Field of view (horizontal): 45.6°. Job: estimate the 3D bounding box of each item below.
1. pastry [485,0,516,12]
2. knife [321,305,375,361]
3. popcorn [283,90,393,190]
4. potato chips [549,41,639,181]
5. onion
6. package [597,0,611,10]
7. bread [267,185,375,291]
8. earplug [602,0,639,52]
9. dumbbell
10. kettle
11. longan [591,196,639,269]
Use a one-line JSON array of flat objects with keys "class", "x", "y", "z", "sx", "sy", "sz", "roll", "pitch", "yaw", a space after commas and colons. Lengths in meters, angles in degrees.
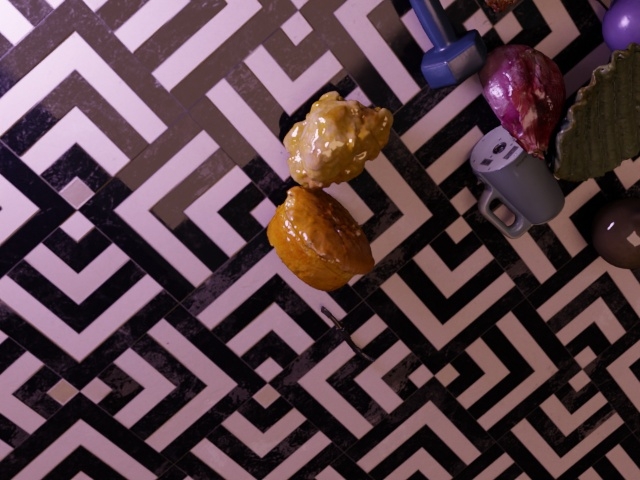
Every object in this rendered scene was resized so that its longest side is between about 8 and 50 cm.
[{"class": "pastry", "x": 0.458, "y": -0.588, "z": 1.741, "sx": 0.169, "sy": 0.063, "sz": 0.087, "roll": -35, "pitch": 118, "yaw": -1}, {"class": "knife", "x": 0.065, "y": 0.244, "z": 1.986, "sx": 0.222, "sy": 0.045, "sz": 0.021, "roll": 49, "pitch": 56, "yaw": -22}, {"class": "popcorn", "x": 0.038, "y": -0.219, "z": 1.709, "sx": 0.191, "sy": 0.190, "sz": 0.253, "roll": 33, "pitch": 104, "yaw": -17}, {"class": "potato chips", "x": 0.692, "y": -0.278, "z": 1.822, "sx": 0.358, "sy": 0.070, "sz": 0.429, "roll": -40, "pitch": 146, "yaw": 0}, {"class": "onion", "x": 0.489, "y": -0.325, "z": 1.738, "sx": 0.227, "sy": 0.120, "sz": 0.284, "roll": -2, "pitch": 70, "yaw": -31}, {"class": "package", "x": 0.605, "y": -0.669, "z": 1.717, "sx": 0.250, "sy": 0.062, "sz": 0.204, "roll": 25, "pitch": 84, "yaw": -26}, {"class": "bread", "x": 0.000, "y": 0.000, "z": 1.764, "sx": 0.268, "sy": 0.268, "sz": 0.146, "roll": 33, "pitch": 117, "yaw": -24}, {"class": "earplug", "x": 0.892, "y": -0.533, "z": 1.807, "sx": 0.455, "sy": 0.215, "sz": 0.215, "roll": -8, "pitch": 113, "yaw": -8}, {"class": "dumbbell", "x": 0.243, "y": -0.500, "z": 1.676, "sx": 0.160, "sy": 0.144, "sz": 0.325, "roll": -35, "pitch": 116, "yaw": -1}, {"class": "kettle", "x": 0.481, "y": -0.131, "z": 1.879, "sx": 0.210, "sy": 0.160, "sz": 0.243, "roll": -47, "pitch": 120, "yaw": -4}, {"class": "longan", "x": 0.812, "y": -0.020, "z": 1.992, "sx": 0.220, "sy": 0.196, "sz": 0.197, "roll": -8, "pitch": 113, "yaw": -20}]
